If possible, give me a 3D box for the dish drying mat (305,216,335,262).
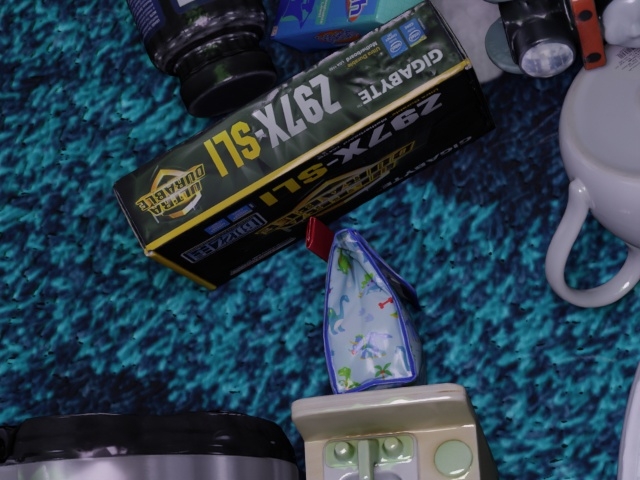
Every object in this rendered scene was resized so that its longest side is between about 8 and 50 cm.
[{"bbox_3d":[0.000,0.000,1.810,0.008,0.083,0.032,2,80,14],"label":"dish drying mat"}]

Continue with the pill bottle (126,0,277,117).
[{"bbox_3d":[-0.125,-0.236,1.855,0.123,0.123,0.219,-24,77,6],"label":"pill bottle"}]

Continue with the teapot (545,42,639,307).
[{"bbox_3d":[0.340,-0.069,1.713,0.256,0.187,0.252,-2,50,27],"label":"teapot"}]

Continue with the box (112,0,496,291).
[{"bbox_3d":[-0.006,-0.078,1.736,0.322,0.257,0.079,-30,76,4],"label":"box"}]

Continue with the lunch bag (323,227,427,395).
[{"bbox_3d":[0.045,0.072,1.766,0.096,0.129,0.151,-14,76,3],"label":"lunch bag"}]

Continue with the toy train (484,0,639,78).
[{"bbox_3d":[0.219,-0.291,1.751,0.190,0.142,0.334,-15,50,8],"label":"toy train"}]

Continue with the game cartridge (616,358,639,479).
[{"bbox_3d":[0.369,0.185,1.726,0.196,0.060,0.294,8,82,16],"label":"game cartridge"}]

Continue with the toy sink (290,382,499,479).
[{"bbox_3d":[0.072,0.231,1.668,0.153,0.234,0.131,-7,63,9],"label":"toy sink"}]

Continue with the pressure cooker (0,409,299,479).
[{"bbox_3d":[-0.187,0.371,1.637,0.376,0.370,0.420,-8,76,13],"label":"pressure cooker"}]

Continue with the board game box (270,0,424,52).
[{"bbox_3d":[0.037,-0.263,1.795,0.047,0.210,0.160,18,82,-28],"label":"board game box"}]
